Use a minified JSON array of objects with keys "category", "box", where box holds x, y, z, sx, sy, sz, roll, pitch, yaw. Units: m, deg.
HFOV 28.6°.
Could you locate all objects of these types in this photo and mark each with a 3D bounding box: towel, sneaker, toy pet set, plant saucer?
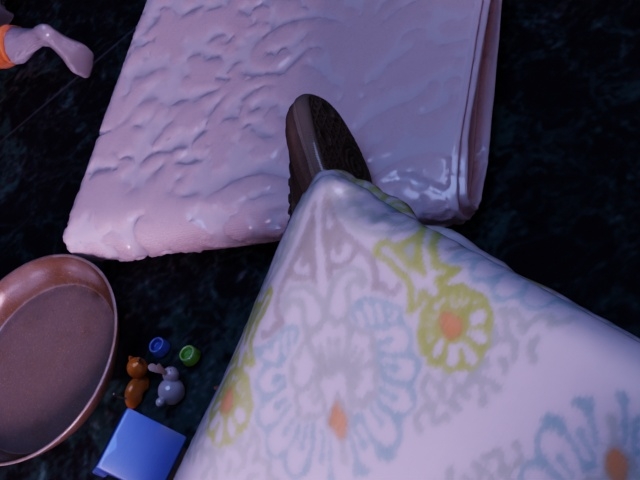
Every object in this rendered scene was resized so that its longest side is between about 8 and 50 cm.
[{"category":"towel","box":[0.063,0.177,0.598,0.374,0.090,0.321,32,98,40]},{"category":"sneaker","box":[0.000,0.000,0.807,0.071,0.066,0.188,-24,75,26]},{"category":"towel","box":[-0.019,-0.129,0.967,0.331,0.053,0.317,-7,54,29]},{"category":"toy pet set","box":[-0.109,0.110,0.838,0.122,0.065,0.114,9,63,38]},{"category":"plant saucer","box":[-0.211,0.091,0.938,0.168,0.029,0.168,-17,56,26]}]

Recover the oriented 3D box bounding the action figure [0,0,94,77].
[{"category":"action figure","box":[-0.364,-0.219,1.181,0.330,0.178,0.341,32,81,34]}]
